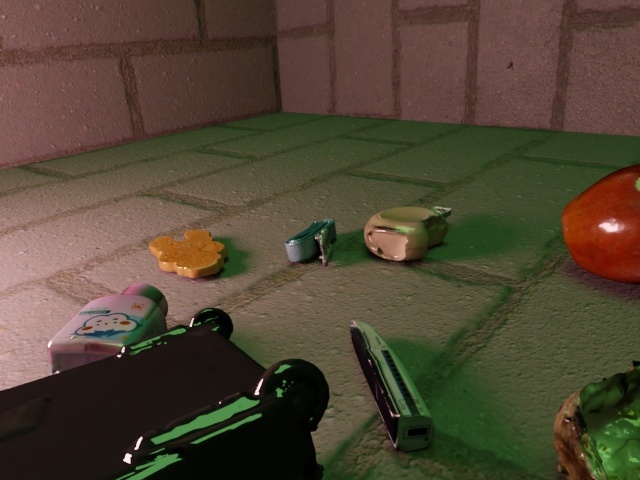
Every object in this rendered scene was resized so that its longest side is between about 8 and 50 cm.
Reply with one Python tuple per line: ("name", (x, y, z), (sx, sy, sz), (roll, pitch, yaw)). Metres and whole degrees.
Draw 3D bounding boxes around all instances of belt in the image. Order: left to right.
("belt", (-0.001, -0.005, 1.161), (0.100, 0.065, 0.179), (-4, 20, 26))

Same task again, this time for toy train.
("toy train", (0.084, 0.169, 0.712), (0.048, 0.055, 0.252), (-6, 22, -8))

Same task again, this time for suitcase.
("suitcase", (-0.179, 0.193, 0.421), (0.340, 0.188, 0.345), (-14, 7, -21))

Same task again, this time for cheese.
("cheese", (0.214, -0.036, 1.185), (0.163, 0.082, 0.286), (15, 27, 36))

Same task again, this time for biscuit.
("biscuit", (-0.276, 0.029, 1.145), (0.144, 0.040, 0.236), (-20, 28, -22))

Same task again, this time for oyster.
("oyster", (0.334, 0.220, 0.538), (0.295, 0.093, 0.166), (-5, 38, -33))

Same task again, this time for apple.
("apple", (0.566, -0.029, 0.960), (0.234, 0.233, 0.234), (-2, 21, 1))

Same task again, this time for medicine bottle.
("medicine bottle", (-0.293, 0.138, 0.783), (0.119, 0.094, 0.188), (1, 22, 5))
